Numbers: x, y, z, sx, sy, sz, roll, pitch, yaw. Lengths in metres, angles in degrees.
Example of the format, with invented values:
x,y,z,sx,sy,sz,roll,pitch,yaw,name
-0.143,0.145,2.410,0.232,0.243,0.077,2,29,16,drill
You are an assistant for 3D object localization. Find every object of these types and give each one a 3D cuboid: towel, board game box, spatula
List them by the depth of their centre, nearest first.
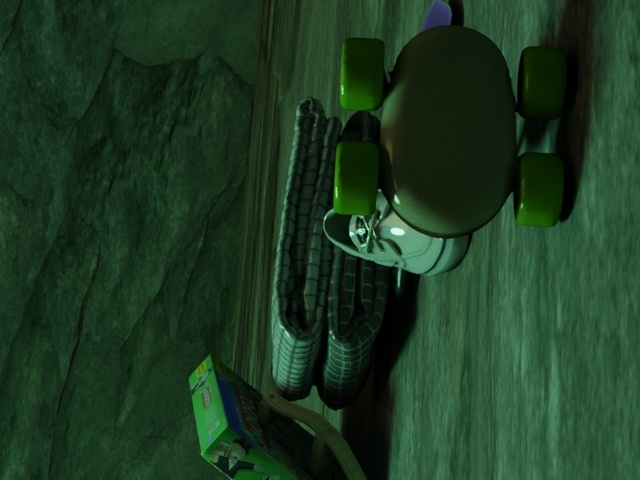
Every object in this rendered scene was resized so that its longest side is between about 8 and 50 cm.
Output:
x,y,z,sx,sy,sz,roll,pitch,yaw,name
0.095,-0.084,1.432,0.084,0.030,0.297,-126,38,-70,spatula
0.020,0.018,1.590,0.235,0.121,0.284,92,-175,-68,towel
-0.049,0.243,1.655,0.046,0.213,0.317,-48,12,2,board game box

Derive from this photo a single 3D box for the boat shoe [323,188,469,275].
x,y,z,sx,sy,sz,roll,pitch,yaw,name
0.064,-0.006,1.354,0.226,0.075,0.083,167,101,-72,boat shoe

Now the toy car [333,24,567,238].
x,y,z,sx,sy,sz,roll,pitch,yaw,name
0.090,-0.062,1.083,0.188,0.155,0.149,87,-173,-78,toy car

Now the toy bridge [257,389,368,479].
x,y,z,sx,sy,sz,roll,pitch,yaw,name
0.003,0.222,1.558,0.188,0.026,0.063,42,139,30,toy bridge
